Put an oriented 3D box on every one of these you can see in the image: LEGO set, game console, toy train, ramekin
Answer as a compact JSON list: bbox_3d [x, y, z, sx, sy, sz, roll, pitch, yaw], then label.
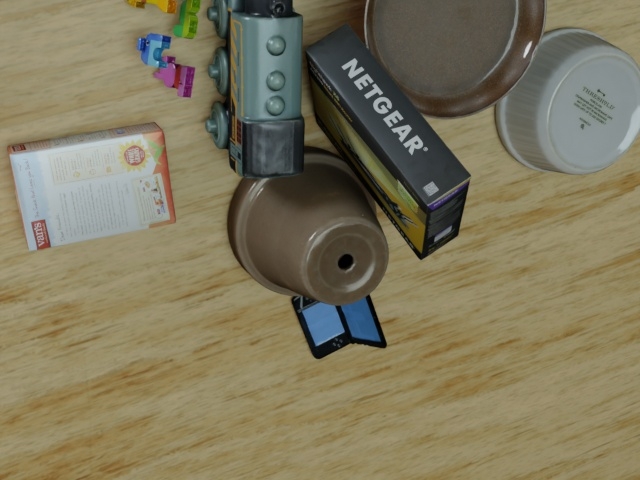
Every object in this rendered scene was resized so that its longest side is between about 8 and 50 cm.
[{"bbox_3d":[-0.240,-0.337,1.386,0.087,0.093,0.227,-6,110,-54],"label":"LEGO set"},{"bbox_3d":[0.034,0.149,1.671,0.124,0.085,0.144,-26,116,-12],"label":"game console"},{"bbox_3d":[-0.090,-0.249,1.410,0.142,0.190,0.334,-5,111,-21],"label":"toy train"},{"bbox_3d":[0.464,-0.241,1.673,0.272,0.127,0.273,-8,112,-19],"label":"ramekin"}]

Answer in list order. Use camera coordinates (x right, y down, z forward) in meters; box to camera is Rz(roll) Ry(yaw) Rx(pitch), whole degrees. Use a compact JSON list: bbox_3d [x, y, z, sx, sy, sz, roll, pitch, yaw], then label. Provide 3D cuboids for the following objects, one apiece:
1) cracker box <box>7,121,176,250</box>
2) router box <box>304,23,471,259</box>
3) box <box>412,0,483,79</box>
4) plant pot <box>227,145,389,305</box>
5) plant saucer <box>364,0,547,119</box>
[{"bbox_3d":[-0.353,-0.086,1.437,0.232,0.067,0.156,-12,113,-19],"label":"cracker box"},{"bbox_3d":[0.100,-0.143,1.417,0.081,0.309,0.243,-33,161,-8],"label":"router box"},{"bbox_3d":[0.201,-0.387,1.513,0.148,0.127,0.232,-2,110,-22],"label":"box"},{"bbox_3d":[0.000,0.000,1.521,0.263,0.229,0.263,-8,113,-19],"label":"plant pot"},{"bbox_3d":[0.204,-0.344,1.430,0.310,0.050,0.311,-7,111,-17],"label":"plant saucer"}]
